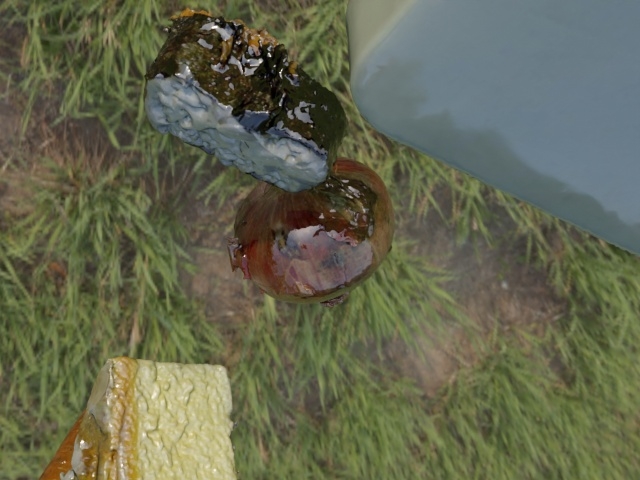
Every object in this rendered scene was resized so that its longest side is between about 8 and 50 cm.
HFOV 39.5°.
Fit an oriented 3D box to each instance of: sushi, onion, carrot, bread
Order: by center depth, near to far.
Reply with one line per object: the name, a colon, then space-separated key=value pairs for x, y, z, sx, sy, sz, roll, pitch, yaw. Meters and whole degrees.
bread: x=-0.145 y=0.183 z=0.813 sx=0.147 sy=0.127 sz=0.152 roll=5 pitch=100 yaw=-38
carrot: x=-0.263 y=0.247 z=0.924 sx=0.061 sy=0.210 sz=0.061 roll=10 pitch=124 yaw=15
sushi: x=-0.107 y=-0.230 z=1.431 sx=0.348 sy=0.208 sz=0.234 roll=30 pitch=153 yaw=-16
onion: x=-0.023 y=-0.021 z=1.786 sx=0.353 sy=0.354 sz=0.354 roll=-6 pitch=130 yaw=-8

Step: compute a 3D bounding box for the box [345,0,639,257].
box: x=0.249 y=-0.125 z=0.430 sx=0.372 sy=0.091 sz=0.367 roll=21 pitch=139 yaw=-26
